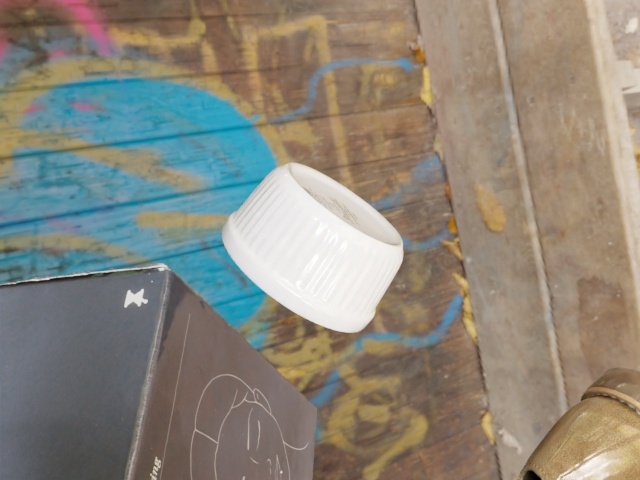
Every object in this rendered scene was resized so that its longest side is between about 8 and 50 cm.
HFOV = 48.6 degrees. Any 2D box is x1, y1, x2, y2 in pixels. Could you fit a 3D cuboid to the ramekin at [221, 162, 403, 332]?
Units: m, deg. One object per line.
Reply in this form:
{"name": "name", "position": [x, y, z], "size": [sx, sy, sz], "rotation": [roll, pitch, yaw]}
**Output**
{"name": "ramekin", "position": [0.000, 0.000, 0.827], "size": [0.109, 0.207, 0.207], "rotation": [-55, 50, 16]}

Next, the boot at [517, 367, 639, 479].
{"name": "boot", "position": [0.225, 0.239, 0.452], "size": [0.305, 0.115, 0.112], "rotation": [58, 160, -6]}

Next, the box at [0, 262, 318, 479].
{"name": "box", "position": [-0.227, 0.356, 0.855], "size": [0.472, 0.297, 0.480], "rotation": [59, -150, -53]}
